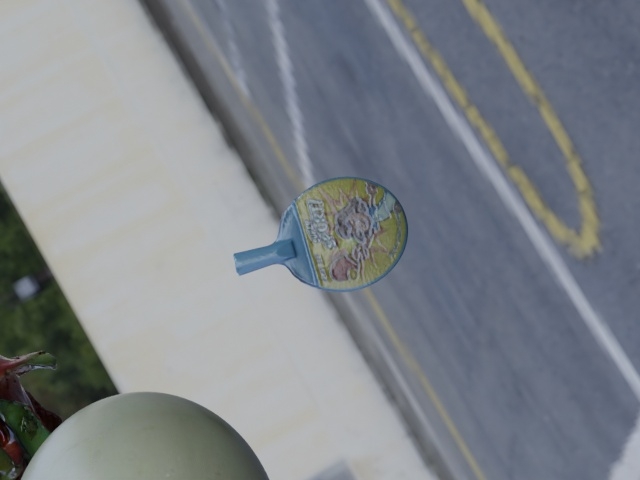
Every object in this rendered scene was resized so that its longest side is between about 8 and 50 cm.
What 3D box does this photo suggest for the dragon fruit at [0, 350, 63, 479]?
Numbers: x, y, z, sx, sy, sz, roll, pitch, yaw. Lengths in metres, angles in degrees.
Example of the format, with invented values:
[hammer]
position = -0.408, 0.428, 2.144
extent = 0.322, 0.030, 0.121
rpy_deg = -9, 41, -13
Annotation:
[dragon fruit]
position = -0.300, 0.166, 1.340
extent = 0.269, 0.198, 0.200
rpy_deg = 23, 172, 26

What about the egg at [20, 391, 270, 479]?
[egg]
position = -0.115, 0.212, 1.088
extent = 0.186, 0.186, 0.241
rpy_deg = 70, -175, -49

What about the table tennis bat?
[table tennis bat]
position = 0.000, 0.000, 1.418
extent = 0.019, 0.155, 0.100
rpy_deg = 92, 164, -87
